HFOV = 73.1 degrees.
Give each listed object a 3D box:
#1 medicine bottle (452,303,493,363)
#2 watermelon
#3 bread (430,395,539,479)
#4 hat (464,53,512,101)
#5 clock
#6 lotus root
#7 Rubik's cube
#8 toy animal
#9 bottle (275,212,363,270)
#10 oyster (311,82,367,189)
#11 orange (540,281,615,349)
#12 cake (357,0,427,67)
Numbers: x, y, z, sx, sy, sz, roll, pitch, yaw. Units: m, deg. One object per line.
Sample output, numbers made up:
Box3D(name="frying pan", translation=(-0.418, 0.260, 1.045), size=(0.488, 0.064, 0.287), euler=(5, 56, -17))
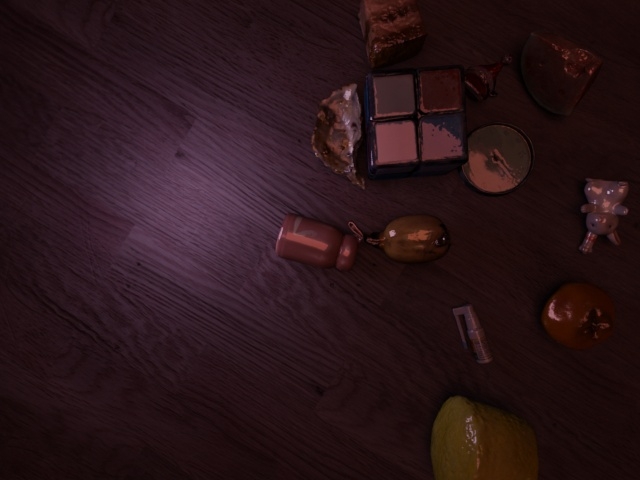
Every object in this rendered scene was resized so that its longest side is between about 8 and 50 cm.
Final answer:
Box3D(name="medicine bottle", translation=(0.571, 0.351, 1.627), size=(0.092, 0.061, 0.221), euler=(-18, 90, 23))
Box3D(name="watermelon", translation=(0.849, -0.608, 1.502), size=(0.148, 0.226, 0.318), euler=(-36, 102, -22))
Box3D(name="bread", translation=(0.567, 0.750, 1.510), size=(0.307, 0.348, 0.348), euler=(16, 93, -4))
Box3D(name="hat", translation=(0.611, -0.615, 1.579), size=(0.227, 0.129, 0.140), euler=(-41, 64, -13))
Box3D(name="clock", translation=(0.650, -0.300, 1.597), size=(0.280, 0.055, 0.281), euler=(0, 92, 4))
Box3D(name="lotus root", translation=(0.314, -0.002, 1.577), size=(0.309, 0.183, 0.183), euler=(-4, 92, 8))
Box3D(name="Rubik's cube", translation=(0.313, -0.388, 1.488), size=(0.316, 0.318, 0.314), euler=(-3, 90, 3))
Box3D(name="toy animal", translation=(1.008, -0.090, 1.535), size=(0.140, 0.138, 0.283), euler=(9, 88, 35))
Box3D(name="bottle", translation=(0.000, 0.000, 1.591), size=(0.296, 0.173, 0.207), euler=(17, 100, 4))
Box3D(name="oyster", translation=(0.071, -0.382, 1.625), size=(0.204, 0.111, 0.396), euler=(-2, 93, 22))
Box3D(name="orange", translation=(0.915, 0.271, 1.535), size=(0.248, 0.183, 0.249), euler=(0, 92, 2))
Box3D(name="cake", translation=(0.239, -0.794, 1.537), size=(0.198, 0.196, 0.293), euler=(-16, 92, 6))
